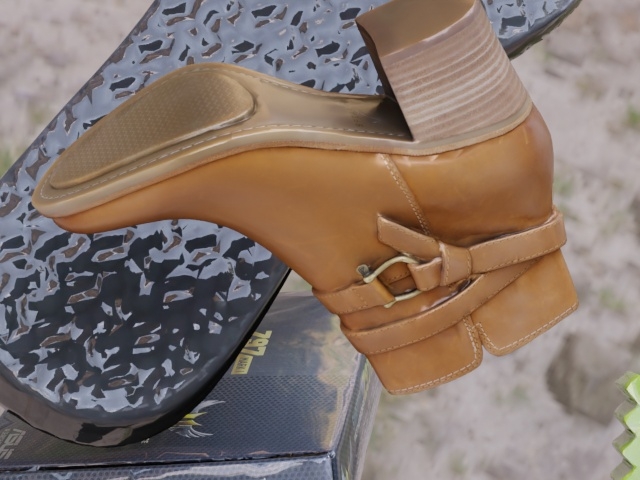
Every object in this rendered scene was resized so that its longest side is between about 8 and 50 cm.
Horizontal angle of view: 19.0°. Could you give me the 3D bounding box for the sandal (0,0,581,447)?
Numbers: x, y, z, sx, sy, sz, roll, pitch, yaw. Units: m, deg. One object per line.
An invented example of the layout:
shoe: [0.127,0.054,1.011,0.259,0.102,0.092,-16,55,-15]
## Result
sandal: [-0.016,-0.082,0.931,0.167,0.107,0.446,41,64,4]

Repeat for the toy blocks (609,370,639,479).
toy blocks: [0.195,0.298,1.002,0.261,0.191,0.381,-41,88,1]

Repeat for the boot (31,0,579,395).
boot: [0.000,0.000,0.755,0.197,0.152,0.073,-18,31,9]

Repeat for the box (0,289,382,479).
box: [-0.066,0.092,1.007,0.183,0.059,0.233,-3,19,9]
